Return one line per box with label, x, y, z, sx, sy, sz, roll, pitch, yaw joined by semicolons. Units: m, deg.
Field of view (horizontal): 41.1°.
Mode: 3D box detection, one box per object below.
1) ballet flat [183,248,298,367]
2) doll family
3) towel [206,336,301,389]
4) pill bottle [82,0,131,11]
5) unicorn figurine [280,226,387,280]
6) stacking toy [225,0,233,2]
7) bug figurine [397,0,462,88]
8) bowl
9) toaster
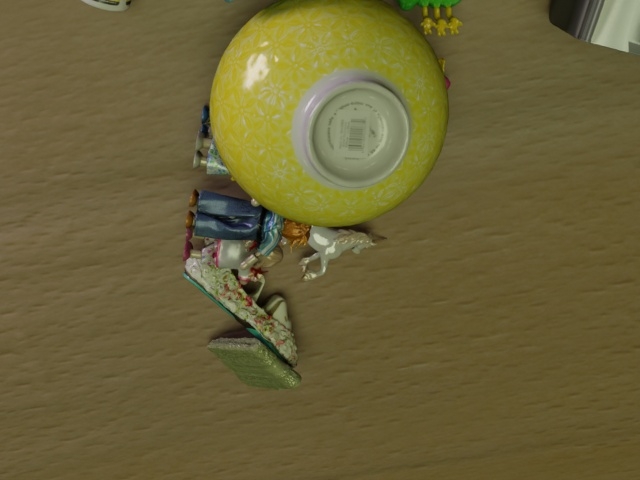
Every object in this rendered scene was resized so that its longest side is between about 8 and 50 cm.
ballet flat;-0.097;0.094;1.249;0.077;0.091;0.241;-47;115;-7
doll family;-0.089;-0.056;1.121;0.163;0.118;0.262;8;102;-6
towel;-0.101;0.183;1.277;0.110;0.027;0.148;46;151;-23
pill bottle;-0.251;-0.342;1.026;0.065;0.065;0.116;16;116;-8
unicorn figurine;0.000;0.000;1.206;0.162;0.060;0.111;39;112;-18
stacking toy;-0.154;-0.423;0.951;0.302;0.165;0.175;32;127;-3
bug figurine;0.069;-0.251;1.069;0.216;0.072;0.279;2;115;-6
bowl;0.025;-0.134;0.971;0.290;0.156;0.289;-4;110;-10
toaster;0.377;-0.278;0.992;0.168;0.185;0.110;11;113;-6
